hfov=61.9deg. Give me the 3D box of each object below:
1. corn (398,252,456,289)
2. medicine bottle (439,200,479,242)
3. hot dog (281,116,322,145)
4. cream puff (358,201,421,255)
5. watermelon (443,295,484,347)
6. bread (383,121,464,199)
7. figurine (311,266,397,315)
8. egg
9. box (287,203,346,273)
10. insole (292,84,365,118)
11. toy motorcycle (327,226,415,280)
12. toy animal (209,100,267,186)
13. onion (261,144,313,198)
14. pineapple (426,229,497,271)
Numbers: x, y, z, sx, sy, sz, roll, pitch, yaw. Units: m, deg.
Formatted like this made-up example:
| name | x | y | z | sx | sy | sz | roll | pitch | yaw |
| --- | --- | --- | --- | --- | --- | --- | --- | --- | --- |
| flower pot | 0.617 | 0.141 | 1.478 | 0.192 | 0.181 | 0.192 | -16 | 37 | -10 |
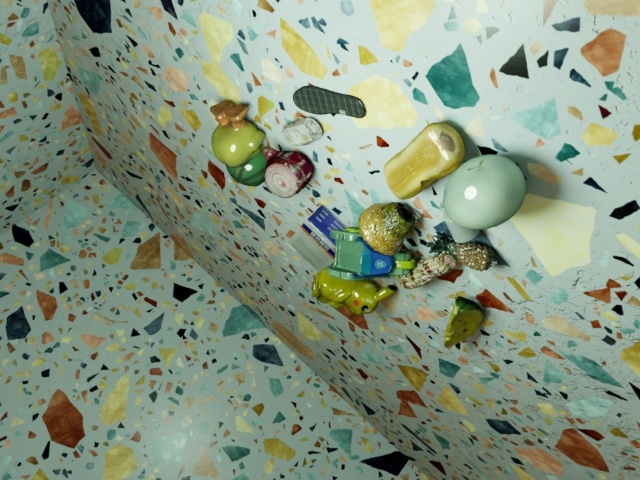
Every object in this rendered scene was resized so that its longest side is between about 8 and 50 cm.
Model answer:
| name | x | y | z | sx | sy | sz | roll | pitch | yaw |
| --- | --- | --- | --- | --- | --- | --- | --- | --- | --- |
| corn | 0.365 | 0.105 | 1.862 | 0.092 | 0.092 | 0.280 | 46 | 152 | -2 |
| medicine bottle | 0.409 | -0.064 | 1.574 | 0.080 | 0.080 | 0.130 | 3 | 131 | 53 |
| hot dog | -0.062 | -0.374 | 1.836 | 0.192 | 0.053 | 0.099 | -4 | 127 | 53 |
| cream puff | 0.241 | -0.059 | 1.763 | 0.183 | 0.183 | 0.169 | 48 | 130 | -5 |
| watermelon | 0.496 | 0.281 | 1.881 | 0.123 | 0.129 | 0.301 | 35 | 157 | 25 |
| bread | 0.289 | -0.221 | 1.507 | 0.142 | 0.091 | 0.305 | 64 | 154 | 5 |
| figurine | 0.126 | 0.216 | 2.220 | 0.327 | 0.169 | 0.218 | 23 | 158 | 2 |
| egg | 0.415 | -0.119 | 1.376 | 0.183 | 0.183 | 0.264 | 45 | 160 | 0 |
| box | 0.000 | 0.000 | 2.211 | 0.200 | 0.106 | 0.299 | 44 | 155 | -1 |
| insole | 0.021 | -0.431 | 1.681 | 0.309 | 0.012 | 0.110 | 23 | 144 | 38 |
| toy motorcycle | 0.164 | 0.063 | 1.905 | 0.326 | 0.200 | 0.191 | 12 | 101 | 48 |
| toy animal | -0.315 | -0.354 | 2.062 | 0.216 | 0.191 | 0.338 | 20 | 144 | 40 |
| onion | -0.133 | -0.276 | 1.978 | 0.218 | 0.140 | 0.195 | 50 | 149 | -9 |
| pineapple | 0.439 | 0.037 | 1.649 | 0.221 | 0.103 | 0.083 | 23 | 146 | 35 |
